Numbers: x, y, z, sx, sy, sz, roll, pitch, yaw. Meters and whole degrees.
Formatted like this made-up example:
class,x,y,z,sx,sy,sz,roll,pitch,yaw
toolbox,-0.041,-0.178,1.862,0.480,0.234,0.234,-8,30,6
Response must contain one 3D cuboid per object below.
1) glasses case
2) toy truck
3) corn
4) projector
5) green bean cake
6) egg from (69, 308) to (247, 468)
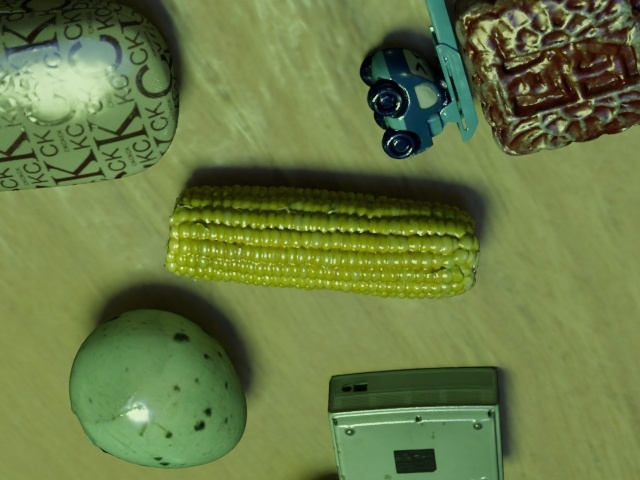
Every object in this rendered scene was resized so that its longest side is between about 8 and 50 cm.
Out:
class,x,y,z,sx,sy,sz,roll,pitch,yaw
glasses case,-0.280,-0.102,1.011,0.355,0.085,0.137,-3,125,6
toy truck,0.063,-0.126,0.986,0.074,0.063,0.136,-18,127,5
corn,0.000,0.000,1.071,0.248,0.081,0.081,5,126,1
projector,0.085,0.175,1.207,0.147,0.061,0.115,-4,127,7
green bean cake,0.173,-0.131,0.978,0.135,0.056,0.135,-16,123,14
egg,-0.132,0.131,1.146,0.131,0.131,0.164,-32,121,24
